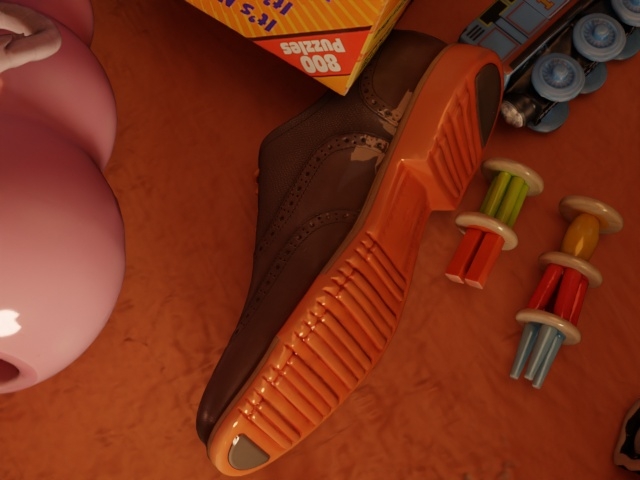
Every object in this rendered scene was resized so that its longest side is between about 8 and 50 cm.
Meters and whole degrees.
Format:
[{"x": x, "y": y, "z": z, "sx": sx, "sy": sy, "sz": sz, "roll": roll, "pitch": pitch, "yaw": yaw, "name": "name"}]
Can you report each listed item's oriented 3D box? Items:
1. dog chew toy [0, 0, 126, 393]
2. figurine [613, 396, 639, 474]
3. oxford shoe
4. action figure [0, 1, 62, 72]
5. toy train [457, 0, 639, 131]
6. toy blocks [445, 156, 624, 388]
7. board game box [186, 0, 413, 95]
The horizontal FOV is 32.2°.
[{"x": -0.230, "y": -0.068, "z": 0.762, "sx": 0.206, "sy": 0.207, "sz": 0.332, "roll": 4, "pitch": 65, "yaw": -6, "name": "dog chew toy"}, {"x": 0.302, "y": 0.242, "z": 0.788, "sx": 0.209, "sy": 0.092, "sz": 0.215, "roll": 24, "pitch": 73, "yaw": -3, "name": "figurine"}, {"x": 0.000, "y": 0.000, "z": 0.821, "sx": 0.132, "sy": 0.130, "sz": 0.364, "roll": 23, "pitch": 70, "yaw": 27, "name": "oxford shoe"}, {"x": -0.312, "y": -0.196, "z": 0.695, "sx": 0.248, "sy": 0.370, "sz": 0.276, "roll": -31, "pitch": 104, "yaw": -54, "name": "action figure"}, {"x": 0.194, "y": -0.170, "z": 0.900, "sx": 0.105, "sy": 0.080, "sz": 0.184, "roll": 43, "pitch": 74, "yaw": 13, "name": "toy train"}, {"x": 0.151, "y": 0.026, "z": 0.847, "sx": 0.123, "sy": 0.054, "sz": 0.148, "roll": 25, "pitch": 73, "yaw": 0, "name": "toy blocks"}, {"x": -0.006, "y": -0.401, "z": 0.753, "sx": 0.356, "sy": 0.356, "sz": 0.357, "roll": 32, "pitch": 55, "yaw": 4, "name": "board game box"}]
